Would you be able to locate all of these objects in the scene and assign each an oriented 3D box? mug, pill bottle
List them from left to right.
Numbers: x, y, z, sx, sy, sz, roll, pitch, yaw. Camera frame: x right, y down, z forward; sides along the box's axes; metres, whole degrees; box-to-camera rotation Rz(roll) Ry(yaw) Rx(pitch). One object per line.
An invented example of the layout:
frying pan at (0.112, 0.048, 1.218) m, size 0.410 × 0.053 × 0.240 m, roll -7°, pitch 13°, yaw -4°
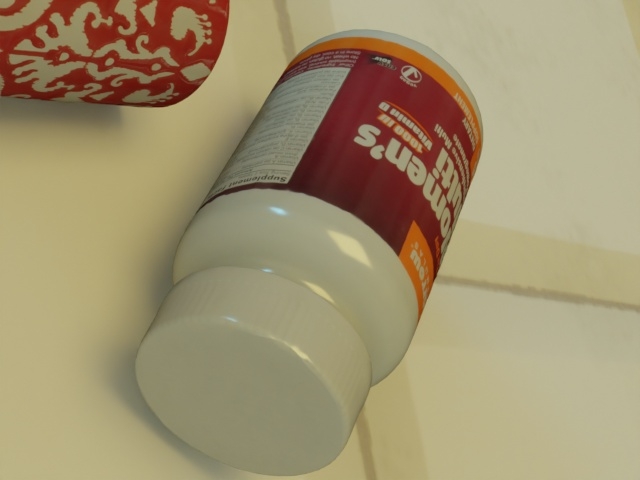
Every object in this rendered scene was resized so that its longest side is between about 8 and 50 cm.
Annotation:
mug at (-0.135, -0.131, 0.542) m, size 0.169 × 0.113 × 0.150 m, roll 3°, pitch 68°, yaw -49°
pill bottle at (0.000, 0.000, 0.595) m, size 0.121 × 0.121 × 0.221 m, roll 45°, pitch 43°, yaw -18°
